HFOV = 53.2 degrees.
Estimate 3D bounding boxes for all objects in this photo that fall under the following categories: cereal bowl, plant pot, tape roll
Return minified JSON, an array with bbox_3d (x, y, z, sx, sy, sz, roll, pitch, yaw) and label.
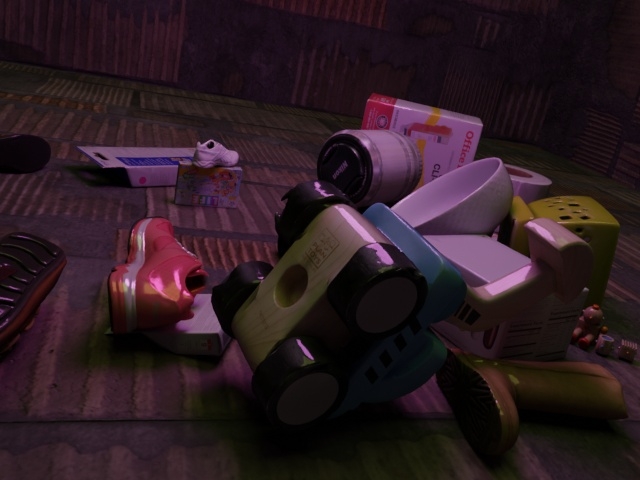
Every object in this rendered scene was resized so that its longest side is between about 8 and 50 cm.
[{"bbox_3d":[0.294,-0.045,1.461,0.339,0.141,0.339,-32,11,7],"label":"cereal bowl"},{"bbox_3d":[0.511,0.022,1.433,0.207,0.228,0.227,7,19,5],"label":"plant pot"},{"bbox_3d":[0.565,-0.133,1.966,0.246,0.169,0.246,11,19,-4],"label":"tape roll"}]

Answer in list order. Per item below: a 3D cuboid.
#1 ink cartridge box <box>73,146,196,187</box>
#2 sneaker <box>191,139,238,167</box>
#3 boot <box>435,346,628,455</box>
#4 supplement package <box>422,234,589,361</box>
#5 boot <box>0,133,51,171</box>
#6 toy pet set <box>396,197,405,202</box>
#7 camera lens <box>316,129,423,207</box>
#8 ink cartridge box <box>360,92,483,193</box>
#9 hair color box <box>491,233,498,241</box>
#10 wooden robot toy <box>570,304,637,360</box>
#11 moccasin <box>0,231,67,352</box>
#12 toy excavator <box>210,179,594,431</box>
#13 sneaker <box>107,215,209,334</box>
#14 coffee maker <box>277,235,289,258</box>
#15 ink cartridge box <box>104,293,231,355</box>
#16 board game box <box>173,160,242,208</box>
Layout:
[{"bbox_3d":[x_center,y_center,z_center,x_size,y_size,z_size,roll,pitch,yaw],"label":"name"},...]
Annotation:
[{"bbox_3d":[-0.449,-0.201,1.714,0.371,0.069,0.175,-4,26,-44],"label":"ink cartridge box"},{"bbox_3d":[-0.249,-0.213,1.557,0.053,0.061,0.152,20,19,27],"label":"sneaker"},{"bbox_3d":[0.330,0.232,0.937,0.269,0.089,0.236,9,20,-11],"label":"boot"},{"bbox_3d":[0.314,0.103,1.197,0.204,0.145,0.262,-1,23,-33],"label":"supplement package"},{"bbox_3d":[-0.847,-0.223,1.561,0.280,0.096,0.264,14,26,29],"label":"boot"},{"bbox_3d":[0.230,-0.175,2.040,0.122,0.065,0.114,24,23,29],"label":"toy pet set"},{"bbox_3d":[0.142,-0.210,1.853,0.219,0.219,0.274,26,24,35],"label":"camera lens"},{"bbox_3d":[0.321,-0.308,2.137,0.384,0.279,0.160,14,20,5],"label":"ink cartridge box"},{"bbox_3d":[0.435,0.018,1.642,0.093,0.053,0.167,-9,29,-43],"label":"hair color box"},{"bbox_3d":[0.531,0.167,1.245,0.173,0.079,0.076,25,23,35],"label":"wooden robot toy"},{"bbox_3d":[-0.443,0.101,0.796,0.139,0.147,0.380,23,13,-13],"label":"moccasin"},{"bbox_3d":[0.140,0.084,0.902,0.445,0.433,0.222,33,10,-41],"label":"toy excavator"},{"bbox_3d":[-0.245,0.055,1.028,0.136,0.116,0.314,2,24,-6],"label":"sneaker"},{"bbox_3d":[0.000,0.000,1.380,0.178,0.120,0.171,5,-3,-21],"label":"coffee maker"},{"bbox_3d":[-0.220,0.130,0.996,0.179,0.045,0.145,-4,18,10],"label":"ink cartridge box"},{"bbox_3d":[-0.277,-0.136,1.575,0.154,0.103,0.026,3,21,-23],"label":"board game box"}]
